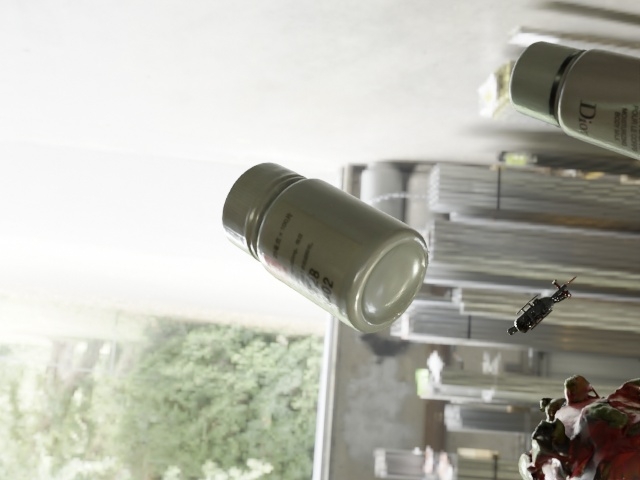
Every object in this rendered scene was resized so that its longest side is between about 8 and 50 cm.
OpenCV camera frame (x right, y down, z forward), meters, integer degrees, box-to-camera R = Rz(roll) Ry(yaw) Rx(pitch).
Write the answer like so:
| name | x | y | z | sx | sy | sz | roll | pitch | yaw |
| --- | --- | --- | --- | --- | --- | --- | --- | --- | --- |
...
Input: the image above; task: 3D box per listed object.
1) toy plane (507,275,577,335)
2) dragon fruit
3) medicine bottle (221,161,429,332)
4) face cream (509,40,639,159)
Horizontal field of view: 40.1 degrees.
| name | x | y | z | sx | sy | sz | roll | pitch | yaw |
| --- | --- | --- | --- | --- | --- | --- | --- | --- | --- |
| toy plane | 0.366 | 0.107 | 1.439 | 0.145 | 0.037 | 0.060 | -43 | 161 | 3 |
| dragon fruit | 0.230 | 0.186 | 0.701 | 0.166 | 0.160 | 0.172 | 40 | 169 | -2 |
| medicine bottle | 0.000 | 0.000 | 1.095 | 0.252 | 0.144 | 0.144 | 33 | -172 | 35 |
| face cream | 0.331 | -0.121 | 0.843 | 0.314 | 0.089 | 0.143 | 26 | 148 | 38 |
